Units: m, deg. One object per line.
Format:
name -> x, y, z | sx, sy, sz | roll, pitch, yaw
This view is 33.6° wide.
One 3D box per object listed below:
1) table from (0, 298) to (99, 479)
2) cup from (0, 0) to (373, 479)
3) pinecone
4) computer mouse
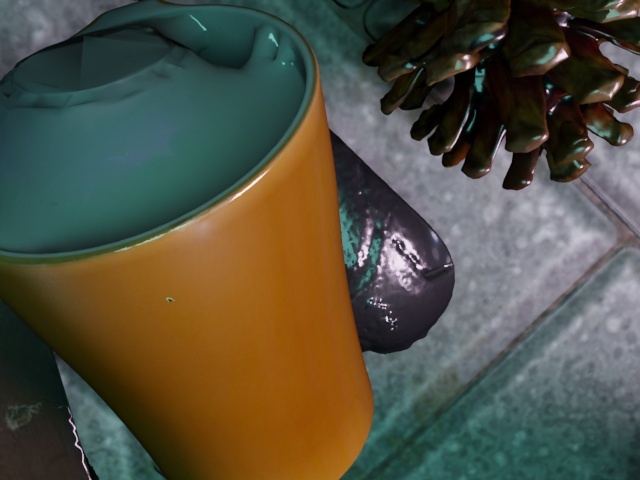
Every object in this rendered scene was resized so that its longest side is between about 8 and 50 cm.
table -> -0.309, 0.051, 0.592 | 0.282, 0.196, 0.250 | -20, 111, -20
cup -> -0.066, 0.004, 0.558 | 0.182, 0.226, 0.264 | -14, 132, 5
pinecone -> 0.110, -0.118, 0.626 | 0.179, 0.150, 0.195 | -11, 131, 46
computer mouse -> 0.000, 0.000, 0.705 | 0.217, 0.073, 0.122 | 40, 101, -13
